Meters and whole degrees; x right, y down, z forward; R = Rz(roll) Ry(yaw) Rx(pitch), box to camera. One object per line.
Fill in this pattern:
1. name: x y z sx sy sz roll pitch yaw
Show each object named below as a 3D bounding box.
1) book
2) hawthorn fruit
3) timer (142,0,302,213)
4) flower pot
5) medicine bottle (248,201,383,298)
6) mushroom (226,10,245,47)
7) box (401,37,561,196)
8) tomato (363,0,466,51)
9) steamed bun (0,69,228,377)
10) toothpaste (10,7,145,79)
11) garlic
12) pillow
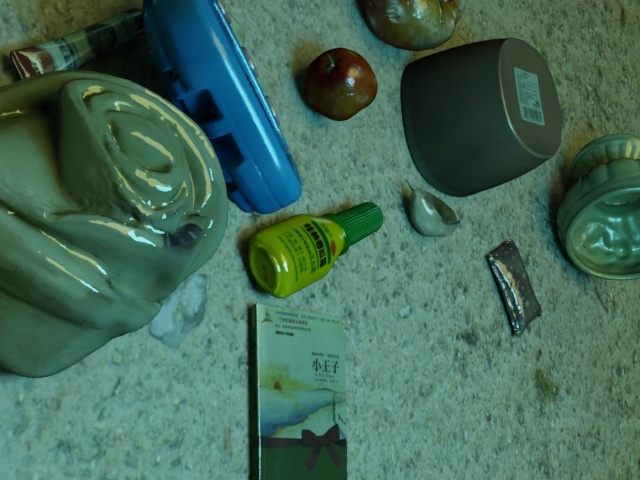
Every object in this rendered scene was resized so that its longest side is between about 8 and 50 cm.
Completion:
1. book: -0.032 0.250 1.594 0.201 0.026 0.290 14 68 -45
2. hawthorn fruit: 0.033 -0.276 1.762 0.125 0.125 0.140 -50 137 -45
3. timer: -0.140 -0.209 1.440 0.309 0.115 0.340 -112 175 -64
4. flower pot: 0.682 -0.084 2.343 0.307 0.307 0.244 46 32 -30
5. medicine bottle: 0.000 0.000 1.676 0.309 0.076 0.111 -27 99 -51
6. mushroom: -0.156 -0.321 1.605 0.083 0.067 0.083 40 8 -7
7. box: 0.323 -0.245 2.024 0.301 0.216 0.301 16 68 -45
8. tomato: 0.186 -0.436 1.961 0.214 0.180 0.155 -20 100 -47
9. steamed bun: -0.267 -0.047 1.245 0.367 0.255 0.342 -41 106 -49
10. toothpaste: -0.326 -0.265 1.417 0.239 0.039 0.062 -40 115 -46
11. garlic: 0.201 -0.048 1.940 0.152 0.066 0.084 23 34 -47
12. pillow: 0.405 0.095 2.138 0.118 0.043 0.185 -28 99 -47
